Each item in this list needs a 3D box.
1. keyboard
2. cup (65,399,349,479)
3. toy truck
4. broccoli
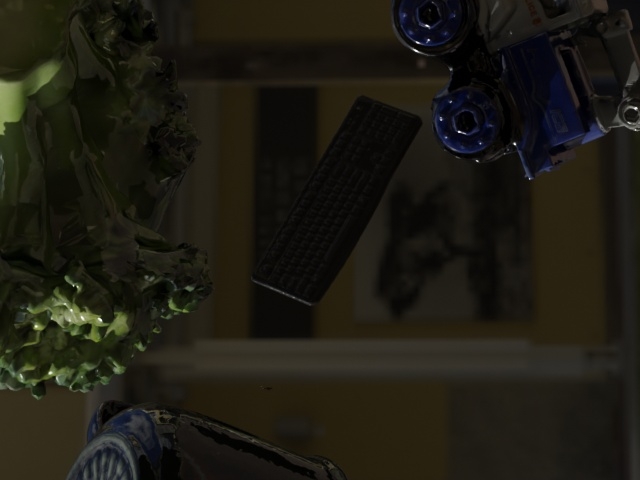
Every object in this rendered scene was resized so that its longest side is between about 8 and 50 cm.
[{"bbox_3d":[-0.004,-0.004,2.298,0.381,0.103,0.041,-63,-25,-11],"label":"keyboard"},{"bbox_3d":[-0.081,0.184,1.272,0.169,0.176,0.223,-62,31,23],"label":"cup"},{"bbox_3d":[0.172,-0.161,1.613,0.213,0.177,0.161,70,-160,0],"label":"toy truck"},{"bbox_3d":[-0.186,-0.050,1.056,0.235,0.288,0.260,-50,-11,5],"label":"broccoli"}]
